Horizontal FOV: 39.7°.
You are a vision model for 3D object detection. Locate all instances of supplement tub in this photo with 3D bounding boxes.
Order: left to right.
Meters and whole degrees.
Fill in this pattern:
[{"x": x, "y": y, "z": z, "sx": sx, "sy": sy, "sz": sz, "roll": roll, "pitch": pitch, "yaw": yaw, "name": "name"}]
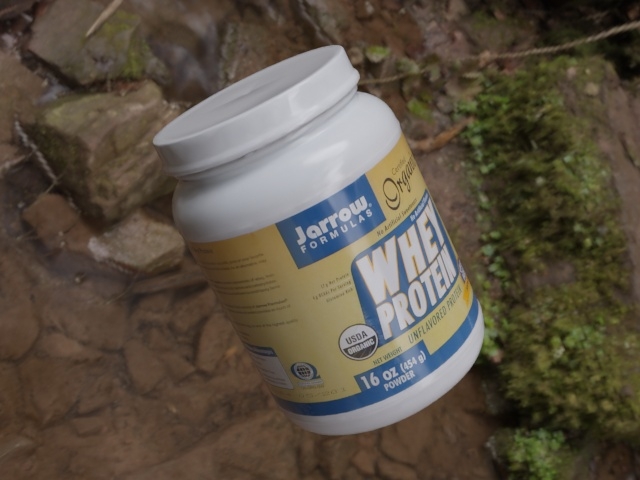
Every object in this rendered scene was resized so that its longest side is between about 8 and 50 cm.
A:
[{"x": 0.000, "y": 0.000, "z": 0.536, "sx": 0.144, "sy": 0.144, "sz": 0.200, "roll": -46, "pitch": 117, "yaw": -42, "name": "supplement tub"}]
